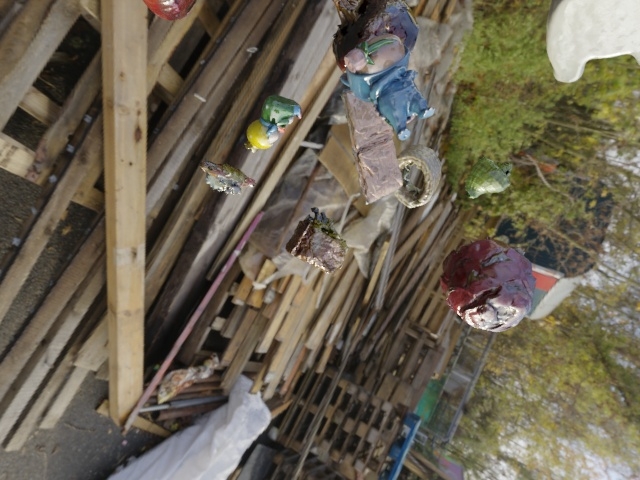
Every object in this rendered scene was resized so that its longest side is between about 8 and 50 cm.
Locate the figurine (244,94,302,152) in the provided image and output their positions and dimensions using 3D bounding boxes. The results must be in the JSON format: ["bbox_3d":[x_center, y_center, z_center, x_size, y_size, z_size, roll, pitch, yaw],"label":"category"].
[{"bbox_3d":[-0.186,-0.442,1.671,0.185,0.127,0.234,-17,140,-52],"label":"figurine"}]

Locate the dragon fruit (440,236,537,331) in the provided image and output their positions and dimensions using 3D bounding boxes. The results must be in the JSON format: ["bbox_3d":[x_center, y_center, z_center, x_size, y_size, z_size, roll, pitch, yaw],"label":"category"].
[{"bbox_3d":[0.575,0.152,1.478,0.329,0.329,0.330,-46,149,-38],"label":"dragon fruit"}]

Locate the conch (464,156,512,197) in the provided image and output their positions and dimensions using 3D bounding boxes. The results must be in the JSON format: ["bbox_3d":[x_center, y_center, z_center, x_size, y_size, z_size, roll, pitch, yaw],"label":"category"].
[{"bbox_3d":[0.375,-0.143,0.961,0.121,0.089,0.074,-31,173,2],"label":"conch"}]

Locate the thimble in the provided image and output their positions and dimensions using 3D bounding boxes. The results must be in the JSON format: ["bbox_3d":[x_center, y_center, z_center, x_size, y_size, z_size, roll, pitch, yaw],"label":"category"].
[{"bbox_3d":[0.390,-0.266,1.749,0.148,0.195,0.229,-45,113,-47],"label":"thimble"}]

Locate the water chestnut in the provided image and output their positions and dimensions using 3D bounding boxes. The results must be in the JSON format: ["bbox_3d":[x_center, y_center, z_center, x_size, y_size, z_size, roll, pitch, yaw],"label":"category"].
[{"bbox_3d":[0.166,-0.760,1.560,0.335,0.346,0.335,-51,-159,29],"label":"water chestnut"}]

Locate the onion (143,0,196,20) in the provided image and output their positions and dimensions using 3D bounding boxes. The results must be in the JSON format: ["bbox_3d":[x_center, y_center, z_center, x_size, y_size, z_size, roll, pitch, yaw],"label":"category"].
[{"bbox_3d":[-0.384,-0.688,1.041,0.272,0.194,0.272,19,90,-89],"label":"onion"}]

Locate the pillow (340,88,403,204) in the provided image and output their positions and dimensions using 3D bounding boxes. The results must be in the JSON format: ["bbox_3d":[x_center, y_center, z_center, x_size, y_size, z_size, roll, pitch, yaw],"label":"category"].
[{"bbox_3d":[0.110,-0.200,0.884,0.126,0.043,0.233,-24,107,-35],"label":"pillow"}]

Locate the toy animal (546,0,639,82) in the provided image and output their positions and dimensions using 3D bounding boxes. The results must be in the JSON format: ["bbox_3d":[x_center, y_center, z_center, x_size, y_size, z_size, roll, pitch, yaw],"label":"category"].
[{"bbox_3d":[0.529,-0.458,0.756,0.368,0.196,0.241,-46,130,-36],"label":"toy animal"}]

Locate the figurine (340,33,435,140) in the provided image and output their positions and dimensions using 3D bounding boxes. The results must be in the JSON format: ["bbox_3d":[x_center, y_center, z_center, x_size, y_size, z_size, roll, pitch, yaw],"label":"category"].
[{"bbox_3d":[0.102,-0.250,0.655,0.114,0.178,0.144,-31,157,8],"label":"figurine"}]

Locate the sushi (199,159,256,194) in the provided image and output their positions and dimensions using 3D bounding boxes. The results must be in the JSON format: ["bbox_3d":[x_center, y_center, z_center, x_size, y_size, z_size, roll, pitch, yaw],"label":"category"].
[{"bbox_3d":[-0.345,-0.229,1.608,0.225,0.097,0.103,12,104,-33],"label":"sushi"}]

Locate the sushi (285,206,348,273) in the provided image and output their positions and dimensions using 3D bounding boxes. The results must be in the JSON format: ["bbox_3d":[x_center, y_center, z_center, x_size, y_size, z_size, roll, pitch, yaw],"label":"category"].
[{"bbox_3d":[0.001,0.000,1.398,0.296,0.166,0.179,29,91,-42],"label":"sushi"}]
